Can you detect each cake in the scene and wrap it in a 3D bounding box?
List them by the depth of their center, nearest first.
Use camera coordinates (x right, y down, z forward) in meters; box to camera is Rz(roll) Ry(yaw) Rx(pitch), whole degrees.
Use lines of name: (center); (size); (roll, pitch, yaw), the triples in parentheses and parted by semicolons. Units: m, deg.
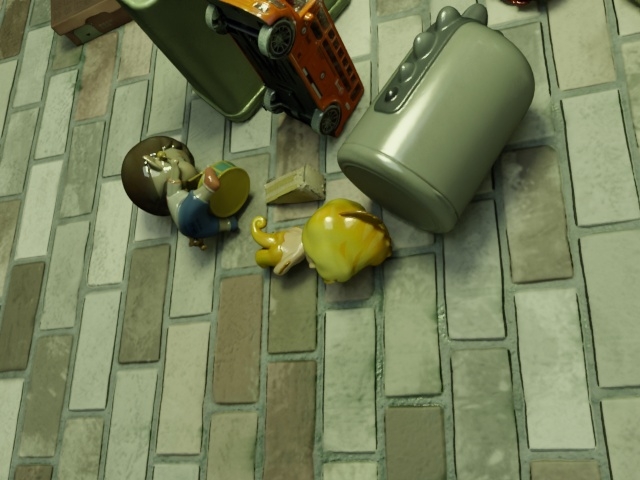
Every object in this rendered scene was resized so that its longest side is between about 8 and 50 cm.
cake: (-0.049, -0.090, 1.179); (0.121, 0.065, 0.052); (-15, 62, 42)

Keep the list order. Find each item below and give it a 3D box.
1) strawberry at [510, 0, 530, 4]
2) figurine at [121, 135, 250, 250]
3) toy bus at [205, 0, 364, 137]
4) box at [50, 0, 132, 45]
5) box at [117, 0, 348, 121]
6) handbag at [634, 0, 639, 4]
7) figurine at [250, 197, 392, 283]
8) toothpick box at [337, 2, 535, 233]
strawberry: (0.336, -0.470, 1.145); (0.121, 0.082, 0.188); (-35, 49, -16)
figurine: (-0.263, -0.109, 1.215); (0.275, 0.161, 0.158); (30, 60, 28)
toy bus: (-0.045, -0.311, 1.092); (0.143, 0.329, 0.153); (30, 81, 30)
box: (-0.511, -0.582, 1.539); (0.215, 0.086, 0.215); (-20, 63, 15)
box: (-0.152, -0.448, 1.184); (0.177, 0.344, 0.352); (40, 88, 28)
handbag: (0.526, -0.481, 0.982); (0.109, 0.253, 0.316); (-14, 57, -26)
figurine: (0.000, 0.000, 1.077); (0.246, 0.131, 0.156); (-11, 50, 31)
toothpick box: (0.183, -0.197, 1.007); (0.229, 0.229, 0.316); (30, 83, 30)
